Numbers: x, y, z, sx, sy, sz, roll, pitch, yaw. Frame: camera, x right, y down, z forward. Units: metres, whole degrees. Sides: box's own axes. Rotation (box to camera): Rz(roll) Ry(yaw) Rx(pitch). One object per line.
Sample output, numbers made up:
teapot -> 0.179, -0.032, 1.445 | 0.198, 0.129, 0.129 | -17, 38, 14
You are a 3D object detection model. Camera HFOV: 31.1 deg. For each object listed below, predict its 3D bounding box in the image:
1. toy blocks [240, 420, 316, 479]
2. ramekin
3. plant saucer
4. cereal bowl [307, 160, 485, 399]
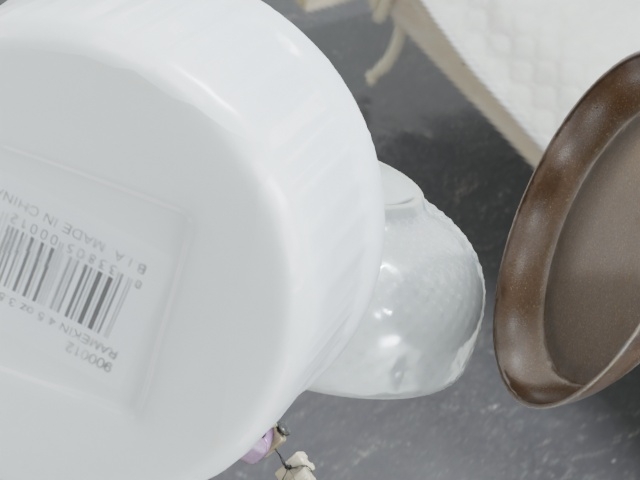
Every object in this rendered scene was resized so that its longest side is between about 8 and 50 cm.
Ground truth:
toy blocks -> -0.156, 0.394, 1.415 | 0.288, 0.309, 0.260 | 52, 14, 24
ramekin -> -0.112, 0.000, 0.602 | 0.277, 0.277, 0.135 | 25, 20, 3
plant saucer -> 0.236, -0.005, 0.945 | 0.050, 0.310, 0.310 | 19, 49, -11
cereal bowl -> 0.000, 0.000, 1.056 | 0.339, 0.141, 0.339 | 15, 21, -6
